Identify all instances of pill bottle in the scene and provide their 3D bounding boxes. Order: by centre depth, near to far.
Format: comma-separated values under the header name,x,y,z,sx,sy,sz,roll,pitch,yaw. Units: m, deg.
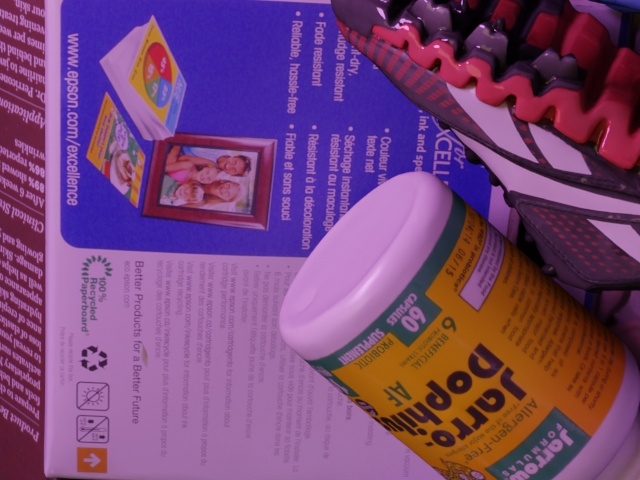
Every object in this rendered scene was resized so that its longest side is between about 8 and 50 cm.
name,x,y,z,sx,sy,sz,roll,pitch,yaw
pill bottle,0.090,0.070,0.831,0.208,0.117,0.118,41,133,-16

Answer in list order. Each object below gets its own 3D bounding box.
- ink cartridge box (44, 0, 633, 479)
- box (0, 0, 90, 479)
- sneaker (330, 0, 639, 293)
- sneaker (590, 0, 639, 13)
name,x,y,z,sx,sy,sz,roll,pitch,yaw
ink cartridge box,0.000,0.000,0.900,0.307,0.072,0.303,3,111,-4
box,-0.172,-0.006,1.044,0.191,0.143,0.381,27,119,40
sneaker,0.119,-0.048,0.790,0.276,0.097,0.135,28,132,5
sneaker,0.178,-0.137,0.778,0.209,0.069,0.082,32,156,18
